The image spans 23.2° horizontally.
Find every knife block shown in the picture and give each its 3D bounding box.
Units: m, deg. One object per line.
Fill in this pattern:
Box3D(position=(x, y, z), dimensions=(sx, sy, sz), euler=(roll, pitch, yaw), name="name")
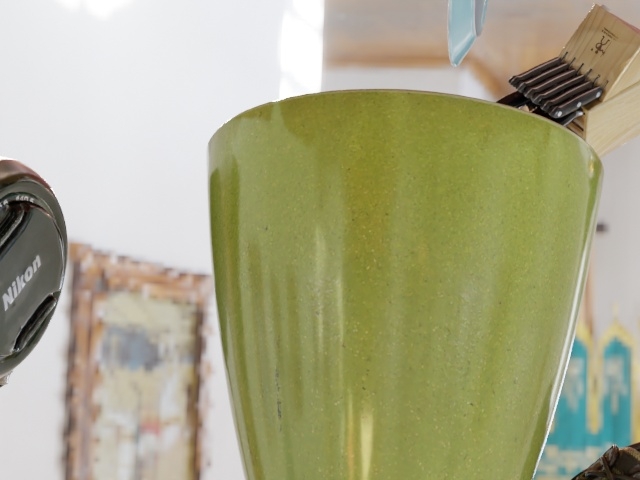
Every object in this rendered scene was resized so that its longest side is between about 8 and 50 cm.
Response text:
Box3D(position=(0.322, -0.150, 1.876), dimensions=(0.275, 0.242, 0.088), euler=(14, -155, -51), name="knife block")

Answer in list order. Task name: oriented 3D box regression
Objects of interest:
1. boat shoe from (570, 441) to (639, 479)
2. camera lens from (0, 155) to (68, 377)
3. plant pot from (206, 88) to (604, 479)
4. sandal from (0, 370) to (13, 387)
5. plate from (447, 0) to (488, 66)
Box3D(position=(0.214, 0.175, 1.083), dimensions=(0.223, 0.073, 0.080), euler=(-15, -147, -29), name="boat shoe")
Box3D(position=(-0.399, 0.010, 1.497), dimensions=(0.274, 0.219, 0.219), euler=(13, 176, 22), name="camera lens")
Box3D(position=(0.045, 0.089, 1.036), dimensions=(0.274, 0.294, 0.275), euler=(5, 162, 2), name="plant pot")
Box3D(position=(-0.430, 0.164, 1.883), dimensions=(0.120, 0.086, 0.303), euler=(-24, -159, 32), name="sandal")
Box3D(position=(0.153, -0.266, 1.553), dimensions=(0.024, 0.188, 0.188), euler=(7, 173, 13), name="plate")
